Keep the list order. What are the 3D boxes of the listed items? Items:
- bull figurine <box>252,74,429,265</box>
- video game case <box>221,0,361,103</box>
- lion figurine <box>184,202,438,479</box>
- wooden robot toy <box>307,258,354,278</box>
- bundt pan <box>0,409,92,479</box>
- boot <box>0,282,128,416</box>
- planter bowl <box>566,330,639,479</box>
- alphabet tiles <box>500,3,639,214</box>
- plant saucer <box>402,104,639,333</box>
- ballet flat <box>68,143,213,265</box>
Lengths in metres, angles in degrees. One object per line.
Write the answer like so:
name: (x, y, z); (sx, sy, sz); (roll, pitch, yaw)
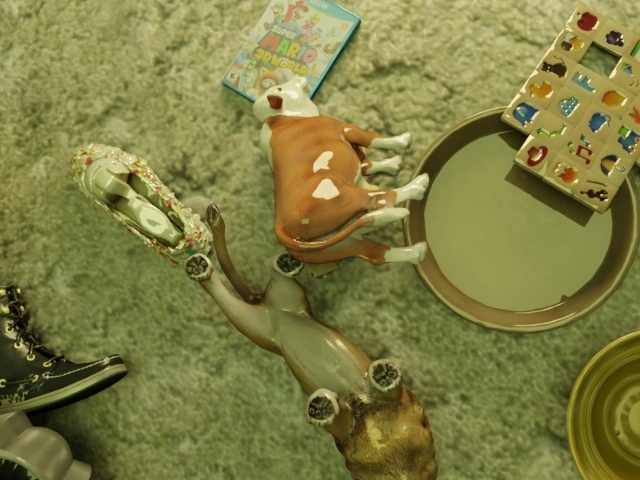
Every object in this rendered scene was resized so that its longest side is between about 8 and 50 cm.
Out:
bull figurine: (0.015, -0.083, 0.862); (0.189, 0.101, 0.310); (2, 42, -6)
video game case: (-0.040, -0.251, 0.986); (0.119, 0.015, 0.166); (32, 89, 11)
lion figurine: (-0.003, 0.141, 0.865); (0.142, 0.240, 0.392); (-33, 64, -5)
wooden robot toy: (0.000, 0.000, 0.913); (0.076, 0.079, 0.173); (0, 47, -1)
bundt pan: (-0.408, 0.338, 0.893); (0.331, 0.124, 0.330); (2, 107, 6)
boot: (-0.379, 0.134, 0.962); (0.237, 0.085, 0.178); (-19, 79, 10)
planter bowl: (0.380, 0.206, 0.830); (0.217, 0.090, 0.217); (-1, 83, 9)
alphabet tiles: (0.339, -0.152, 0.885); (0.198, 0.009, 0.237); (34, 75, 10)
plant saucer: (0.240, -0.026, 0.904); (0.278, 0.041, 0.277); (-1, 84, 10)
ballet flat: (-0.241, -0.056, 0.966); (0.241, 0.077, 0.091); (35, 91, 12)
